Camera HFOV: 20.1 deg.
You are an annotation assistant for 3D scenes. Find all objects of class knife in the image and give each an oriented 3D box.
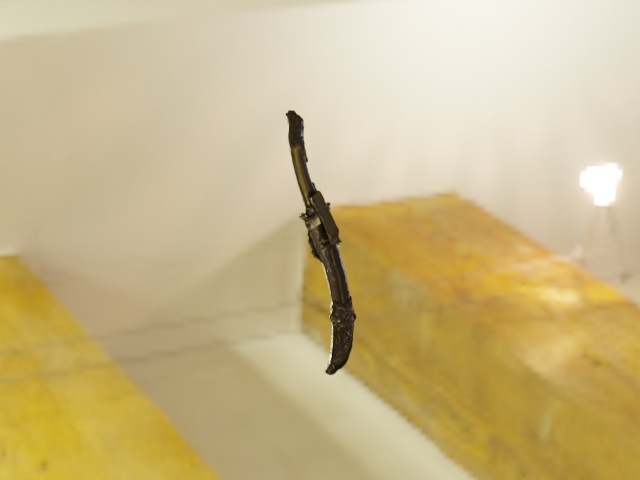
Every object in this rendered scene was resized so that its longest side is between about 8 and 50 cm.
[{"bbox_3d":[0.004,-0.001,1.483,0.021,0.222,0.046,0,-167,44],"label":"knife"}]
